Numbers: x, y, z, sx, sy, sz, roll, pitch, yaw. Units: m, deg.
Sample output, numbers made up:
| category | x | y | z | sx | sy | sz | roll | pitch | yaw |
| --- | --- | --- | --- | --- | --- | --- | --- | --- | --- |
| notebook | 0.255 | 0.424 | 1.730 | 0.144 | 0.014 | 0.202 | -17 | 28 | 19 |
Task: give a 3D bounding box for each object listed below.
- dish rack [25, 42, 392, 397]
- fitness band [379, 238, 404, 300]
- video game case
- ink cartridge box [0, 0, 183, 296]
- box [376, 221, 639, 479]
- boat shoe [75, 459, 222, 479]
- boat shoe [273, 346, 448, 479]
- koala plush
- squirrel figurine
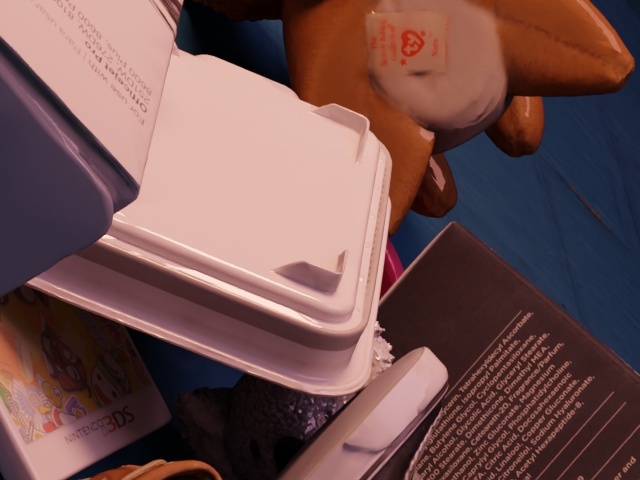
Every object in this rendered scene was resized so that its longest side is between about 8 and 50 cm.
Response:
| category | x | y | z | sx | sy | sz | roll | pitch | yaw |
| --- | --- | --- | --- | --- | --- | --- | --- | --- | --- |
| dish rack | -0.076 | -0.044 | 1.383 | 0.286 | 0.072 | 0.333 | 22 | 29 | -6 |
| fitness band | 0.000 | 0.000 | 1.782 | 0.291 | 0.054 | 0.209 | 44 | 24 | -40 |
| video game case | -0.199 | 0.047 | 1.314 | 0.227 | 0.026 | 0.206 | 62 | 21 | 2 |
| ink cartridge box | -0.230 | -0.115 | 1.083 | 0.166 | 0.285 | 0.395 | 49 | 24 | -26 |
| box | 0.222 | 0.214 | 1.605 | 0.293 | 0.212 | 0.395 | 38 | 3 | -45 |
| boat shoe | -0.132 | 0.215 | 1.120 | 0.122 | 0.120 | 0.324 | 55 | 22 | -15 |
| boat shoe | 0.004 | 0.207 | 1.246 | 0.105 | 0.113 | 0.306 | 41 | 64 | -6 |
| koala plush | 0.001 | 0.178 | 1.407 | 0.221 | 0.196 | 0.203 | 62 | 9 | 4 |
| squirrel figurine | 0.055 | -0.218 | 1.853 | 0.397 | 0.281 | 0.370 | 50 | 4 | -6 |
